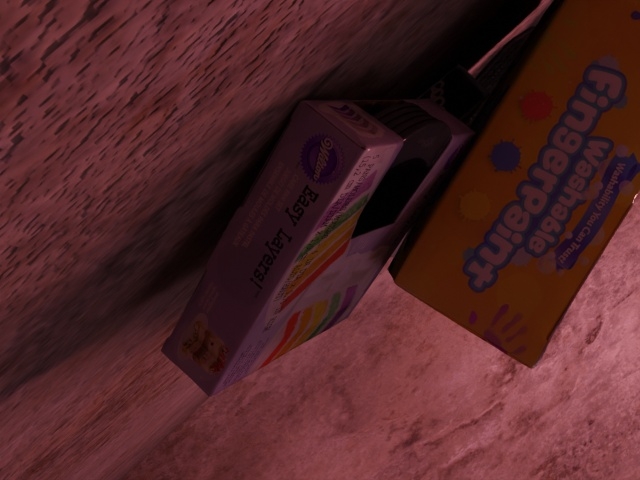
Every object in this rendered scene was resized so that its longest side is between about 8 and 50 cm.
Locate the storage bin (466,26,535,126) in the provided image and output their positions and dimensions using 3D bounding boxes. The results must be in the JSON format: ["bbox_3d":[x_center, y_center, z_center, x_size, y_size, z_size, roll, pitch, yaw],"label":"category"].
[{"bbox_3d":[0.302,-0.247,1.123,0.122,0.084,0.180,-38,171,-44],"label":"storage bin"}]

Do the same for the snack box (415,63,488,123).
[{"bbox_3d":[0.058,-0.067,0.855,0.322,0.060,0.187,-41,172,-22],"label":"snack box"}]

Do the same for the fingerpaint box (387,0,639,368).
[{"bbox_3d":[0.254,-0.108,0.797,0.444,0.163,0.371,-59,176,2],"label":"fingerpaint box"}]

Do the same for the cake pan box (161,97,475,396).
[{"bbox_3d":[0.010,-0.009,0.608,0.266,0.070,0.246,-57,163,25],"label":"cake pan box"}]

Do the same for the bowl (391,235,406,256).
[{"bbox_3d":[0.150,-0.056,1.223,0.298,0.134,0.298,-43,174,-6],"label":"bowl"}]
